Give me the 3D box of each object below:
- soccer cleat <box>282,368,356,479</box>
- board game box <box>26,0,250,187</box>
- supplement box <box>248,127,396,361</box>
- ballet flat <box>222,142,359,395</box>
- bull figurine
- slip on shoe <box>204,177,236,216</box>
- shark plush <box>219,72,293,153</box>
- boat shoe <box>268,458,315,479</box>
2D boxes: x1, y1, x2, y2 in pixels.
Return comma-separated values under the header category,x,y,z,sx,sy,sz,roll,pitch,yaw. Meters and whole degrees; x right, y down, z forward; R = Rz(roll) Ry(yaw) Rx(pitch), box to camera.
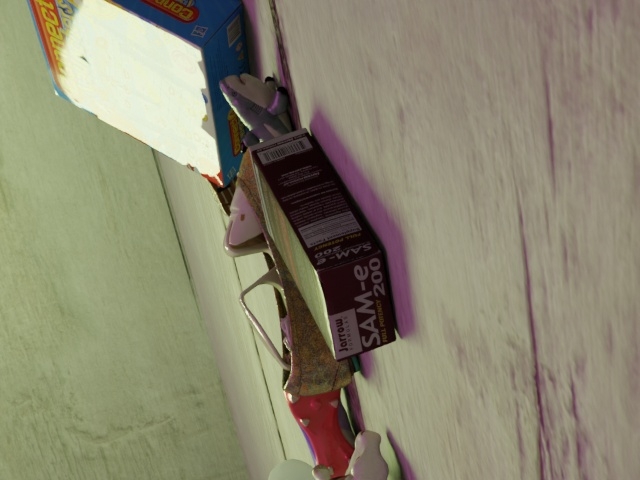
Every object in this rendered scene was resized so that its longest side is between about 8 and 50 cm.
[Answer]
category,x,y,z,sx,sy,sz,roll,pitch,yaw
soccer cleat,0.003,0.239,1.914,0.095,0.083,0.248,-131,21,-77
board game box,-0.236,-0.247,1.826,0.302,0.086,0.308,29,154,19
supplement box,0.000,0.000,1.473,0.239,0.073,0.130,-118,13,-49
ballet flat,-0.058,0.029,1.733,0.123,0.123,0.348,129,122,-79
bull figurine,0.064,0.376,1.762,0.188,0.101,0.310,-129,24,-74
slip on shoe,-0.164,-0.102,2.281,0.135,0.051,0.041,66,170,-16
shark plush,-0.069,-0.124,1.636,0.073,0.067,0.161,-123,17,-55
boat shoe,-0.006,0.520,2.440,0.301,0.108,0.102,53,160,40
